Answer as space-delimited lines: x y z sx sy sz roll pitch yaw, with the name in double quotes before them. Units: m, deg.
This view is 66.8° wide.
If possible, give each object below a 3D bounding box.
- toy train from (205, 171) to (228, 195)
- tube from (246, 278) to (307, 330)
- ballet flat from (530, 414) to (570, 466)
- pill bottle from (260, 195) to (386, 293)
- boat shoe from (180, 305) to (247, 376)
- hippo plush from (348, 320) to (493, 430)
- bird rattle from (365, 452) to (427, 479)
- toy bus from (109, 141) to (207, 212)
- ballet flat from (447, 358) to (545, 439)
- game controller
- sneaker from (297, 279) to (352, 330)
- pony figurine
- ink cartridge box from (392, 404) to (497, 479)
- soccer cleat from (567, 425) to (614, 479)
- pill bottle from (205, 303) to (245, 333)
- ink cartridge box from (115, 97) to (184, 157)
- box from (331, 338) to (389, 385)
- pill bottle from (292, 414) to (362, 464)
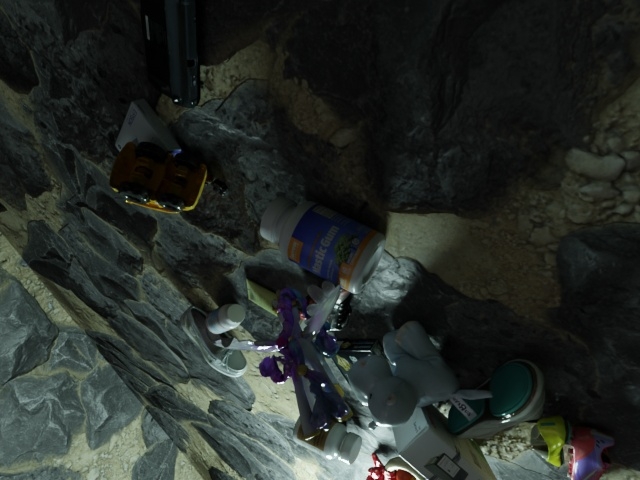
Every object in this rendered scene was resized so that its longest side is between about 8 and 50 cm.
"toy train" -0.317 -0.174 1.326 0.158 0.027 0.036 32 137 12
"tube" -0.136 0.196 1.495 0.240 0.062 0.070 24 93 28
"ballet flat" 0.539 0.473 1.152 0.077 0.077 0.231 -6 139 16
"pill bottle" 0.000 0.000 1.132 0.272 0.152 0.152 26 137 17
"boat shoe" -0.391 0.375 1.809 0.320 0.118 0.103 49 144 2
"hippo plush" 0.194 0.368 1.180 0.294 0.237 0.234 48 144 31
"bird rattle" 0.289 0.827 1.699 0.253 0.143 0.206 45 130 17
"toy bus" -0.414 -0.136 1.290 0.221 0.149 0.211 15 159 -2
"ballet flat" 0.446 0.393 1.166 0.139 0.139 0.400 34 143 9
"game controller" -0.334 -0.454 1.078 0.166 0.067 0.319 41 142 24
"sneaker" 0.039 0.166 1.292 0.135 0.097 0.276 41 142 2
"pony figurine" -0.054 0.264 1.147 0.351 0.303 0.363 74 173 -76
"ink cartridge box" 0.327 0.566 1.314 0.273 0.198 0.115 42 98 -6
"soccer cleat" 0.644 0.540 1.160 0.095 0.083 0.247 2 124 32
"pill bottle" -0.327 0.268 1.681 0.087 0.087 0.160 51 139 -10
"ink cartridge box" -0.470 -0.240 1.352 0.224 0.045 0.223 53 139 -1
"box" 0.142 0.389 1.442 0.175 0.051 0.220 -12 117 43
"pill bottle" 0.026 0.714 1.761 0.229 0.131 0.131 14 133 29
